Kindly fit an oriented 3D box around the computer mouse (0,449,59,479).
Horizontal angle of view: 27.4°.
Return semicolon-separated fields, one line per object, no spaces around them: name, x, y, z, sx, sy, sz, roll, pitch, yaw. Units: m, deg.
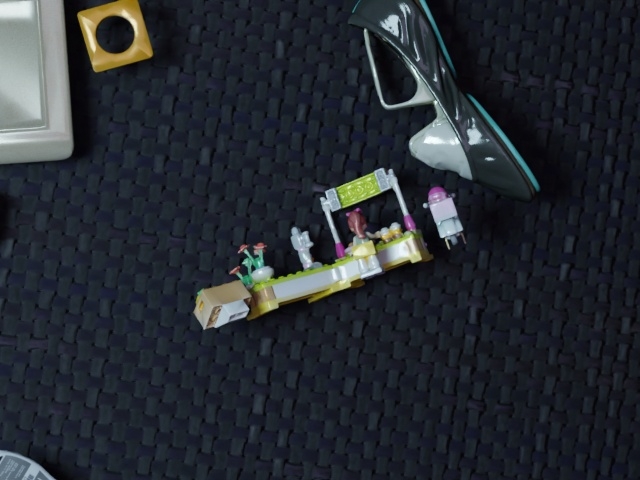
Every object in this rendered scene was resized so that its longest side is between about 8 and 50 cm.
computer mouse;-0.264;0.273;1.301;0.193;0.042;0.106;39;65;-18

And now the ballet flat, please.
ballet flat;0.120;-0.143;1.373;0.096;0.095;0.280;-31;84;2

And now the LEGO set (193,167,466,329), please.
LEGO set;0.000;0.000;1.336;0.287;0.132;0.107;-19;83;-2

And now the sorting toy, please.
sorting toy;-0.341;-0.173;1.315;0.348;0.047;0.196;-4;93;-3
